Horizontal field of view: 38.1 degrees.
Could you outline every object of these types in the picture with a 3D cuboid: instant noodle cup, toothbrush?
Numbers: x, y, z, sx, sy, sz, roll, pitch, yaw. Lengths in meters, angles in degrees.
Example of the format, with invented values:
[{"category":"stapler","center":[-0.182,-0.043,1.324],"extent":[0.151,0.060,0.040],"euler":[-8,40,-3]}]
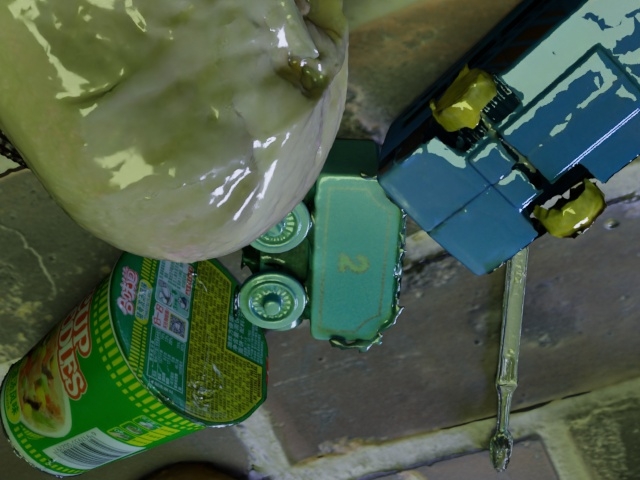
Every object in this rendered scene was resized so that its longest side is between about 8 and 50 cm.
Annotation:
[{"category":"instant noodle cup","center":[-0.202,0.139,0.949],"extent":[0.233,0.207,0.207],"euler":[-33,111,29]},{"category":"toothbrush","center":[0.200,0.128,0.985],"extent":[0.026,0.028,0.294],"euler":[1,114,5]}]

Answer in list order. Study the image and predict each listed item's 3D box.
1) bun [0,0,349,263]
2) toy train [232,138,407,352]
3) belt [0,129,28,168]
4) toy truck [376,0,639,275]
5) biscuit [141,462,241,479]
[{"category":"bun","center":[-0.091,-0.165,0.666],"extent":[0.213,0.361,0.361],"euler":[2,123,35]},{"category":"toy train","center":[0.000,0.000,0.889],"extent":[0.163,0.112,0.203],"euler":[2,120,-2]},{"category":"belt","center":[-0.273,-0.200,0.779],"extent":[0.289,0.164,0.184],"euler":[45,142,-20]},{"category":"toy truck","center":[0.221,-0.147,0.747],"extent":[0.161,0.162,0.385],"euler":[41,115,-15]},{"category":"biscuit","center":[-0.136,0.412,1.143],"extent":[0.297,0.102,0.296],"euler":[4,121,7]}]
